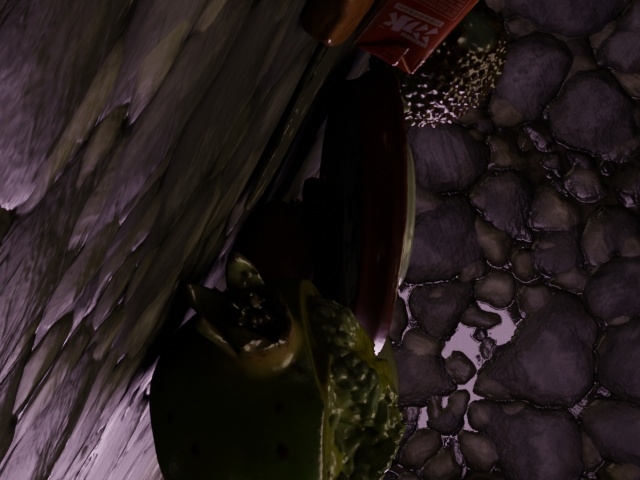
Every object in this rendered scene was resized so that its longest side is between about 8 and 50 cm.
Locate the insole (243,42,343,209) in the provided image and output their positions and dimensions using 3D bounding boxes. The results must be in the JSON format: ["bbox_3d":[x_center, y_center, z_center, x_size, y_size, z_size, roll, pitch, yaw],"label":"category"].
[{"bbox_3d":[-0.016,-0.135,1.537,0.248,0.011,0.081,-62,175,20],"label":"insole"}]

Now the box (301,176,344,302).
[{"bbox_3d":[0.000,0.000,1.777,0.125,0.027,0.126,-139,-129,-75],"label":"box"}]

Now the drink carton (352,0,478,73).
[{"bbox_3d":[0.113,-0.249,1.411,0.223,0.071,0.096,-48,-160,52],"label":"drink carton"}]

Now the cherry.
[{"bbox_3d":[-0.048,0.026,1.748,0.126,0.087,0.106,-58,-154,23],"label":"cherry"}]

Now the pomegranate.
[{"bbox_3d":[-0.055,0.145,1.602,0.260,0.260,0.340,-58,145,-30],"label":"pomegranate"}]

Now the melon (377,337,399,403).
[{"bbox_3d":[-0.030,0.190,2.084,0.308,0.272,0.272,-47,-174,42],"label":"melon"}]

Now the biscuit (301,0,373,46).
[{"bbox_3d":[0.084,-0.303,1.295,0.334,0.047,0.202,-60,177,11],"label":"biscuit"}]

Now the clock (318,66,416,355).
[{"bbox_3d":[0.057,-0.030,1.779,0.318,0.080,0.318,-179,-90,-80],"label":"clock"}]

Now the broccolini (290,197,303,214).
[{"bbox_3d":[-0.023,-0.005,2.120,0.058,0.067,0.216,-21,172,-5],"label":"broccolini"}]

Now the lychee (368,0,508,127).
[{"bbox_3d":[0.127,-0.208,1.842,0.171,0.171,0.171,-59,176,-6],"label":"lychee"}]
